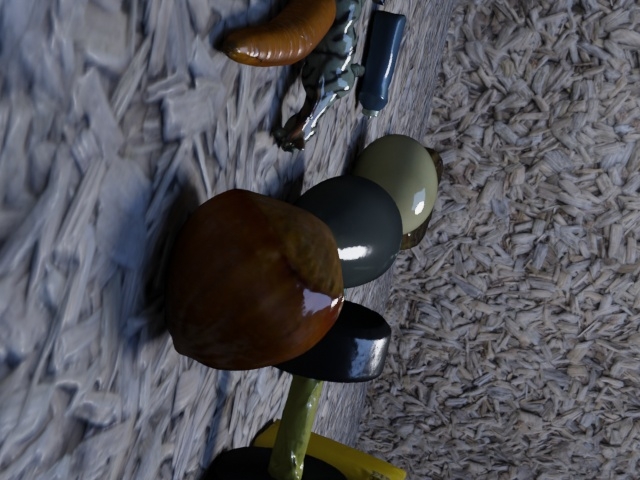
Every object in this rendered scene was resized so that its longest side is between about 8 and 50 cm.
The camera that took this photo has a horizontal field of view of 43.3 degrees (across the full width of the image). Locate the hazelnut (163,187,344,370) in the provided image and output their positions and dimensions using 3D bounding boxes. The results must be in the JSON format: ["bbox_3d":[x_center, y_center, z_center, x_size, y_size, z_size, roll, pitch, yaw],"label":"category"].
[{"bbox_3d":[-0.063,0.047,0.782,0.182,0.182,0.182,14,90,-80],"label":"hazelnut"}]

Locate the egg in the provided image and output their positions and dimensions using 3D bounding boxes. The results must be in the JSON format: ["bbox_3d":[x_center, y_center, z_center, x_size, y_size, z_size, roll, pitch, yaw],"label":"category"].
[{"bbox_3d":[0.151,-0.119,1.683,0.186,0.185,0.242,92,5,-51],"label":"egg"}]

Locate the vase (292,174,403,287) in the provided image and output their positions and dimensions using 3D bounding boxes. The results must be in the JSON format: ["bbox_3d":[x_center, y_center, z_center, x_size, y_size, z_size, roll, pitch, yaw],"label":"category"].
[{"bbox_3d":[0.000,0.000,1.116,0.321,0.173,0.173,-19,123,-71],"label":"vase"}]

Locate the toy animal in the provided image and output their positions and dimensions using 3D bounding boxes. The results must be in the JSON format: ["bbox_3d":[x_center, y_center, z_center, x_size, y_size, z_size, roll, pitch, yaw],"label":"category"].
[{"bbox_3d":[0.016,-0.236,1.061,0.170,0.089,0.255,-17,118,-74],"label":"toy animal"}]

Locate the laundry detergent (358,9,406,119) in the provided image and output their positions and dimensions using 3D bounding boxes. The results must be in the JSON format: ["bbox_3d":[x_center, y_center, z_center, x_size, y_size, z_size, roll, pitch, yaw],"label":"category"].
[{"bbox_3d":[0.112,-0.328,1.530,0.097,0.061,0.206,-72,174,-71],"label":"laundry detergent"}]

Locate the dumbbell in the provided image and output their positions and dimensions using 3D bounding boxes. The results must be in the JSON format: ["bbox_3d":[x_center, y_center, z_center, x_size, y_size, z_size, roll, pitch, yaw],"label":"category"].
[{"bbox_3d":[-0.031,0.246,1.128,0.204,0.203,0.323,-24,127,-78],"label":"dumbbell"}]

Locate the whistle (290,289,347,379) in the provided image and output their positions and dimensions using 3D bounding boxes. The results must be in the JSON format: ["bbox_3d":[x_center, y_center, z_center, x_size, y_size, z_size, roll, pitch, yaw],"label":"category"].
[{"bbox_3d":[-0.010,0.138,1.436,0.186,0.093,0.274,-58,163,-61],"label":"whistle"}]

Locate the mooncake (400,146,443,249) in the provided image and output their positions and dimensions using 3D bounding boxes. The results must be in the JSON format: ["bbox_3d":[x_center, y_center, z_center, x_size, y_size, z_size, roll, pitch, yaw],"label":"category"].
[{"bbox_3d":[0.217,-0.114,2.126,0.290,0.161,0.291,15,90,-78],"label":"mooncake"}]

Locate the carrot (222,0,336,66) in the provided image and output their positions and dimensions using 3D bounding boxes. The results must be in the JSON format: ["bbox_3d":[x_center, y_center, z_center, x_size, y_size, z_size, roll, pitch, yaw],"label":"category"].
[{"bbox_3d":[-0.040,-0.217,0.859,0.066,0.062,0.271,-42,-172,37],"label":"carrot"}]

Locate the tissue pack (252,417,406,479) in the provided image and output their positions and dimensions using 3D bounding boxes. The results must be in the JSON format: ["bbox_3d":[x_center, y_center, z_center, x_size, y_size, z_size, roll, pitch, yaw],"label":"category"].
[{"bbox_3d":[0.009,0.431,1.430,0.192,0.270,0.134,10,99,-81],"label":"tissue pack"}]
